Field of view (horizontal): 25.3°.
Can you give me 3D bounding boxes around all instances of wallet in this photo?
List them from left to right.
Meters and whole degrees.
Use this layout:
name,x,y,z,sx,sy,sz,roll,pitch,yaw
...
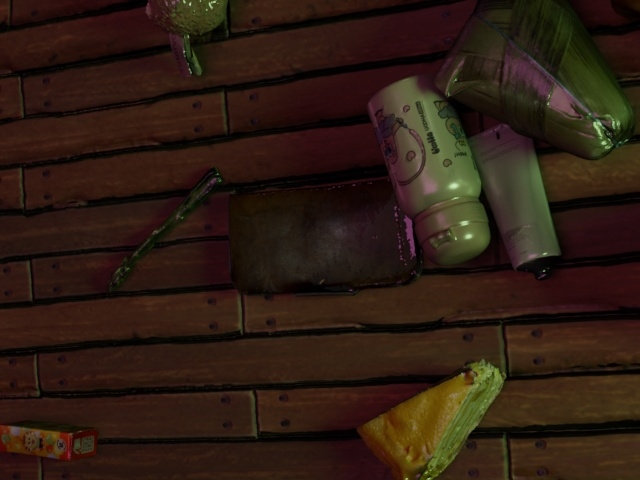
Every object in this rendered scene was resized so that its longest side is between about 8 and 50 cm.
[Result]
name,x,y,z,sx,sy,sz,roll,pitch,yaw
wallet,0.000,0.000,1.715,0.255,0.031,0.137,-4,89,28

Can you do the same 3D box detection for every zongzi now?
name,x,y,z,sx,sy,sz,roll,pitch,yaw
zongzi,0.268,-0.223,1.540,0.221,0.112,0.242,29,95,21

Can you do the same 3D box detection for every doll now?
name,x,y,z,sx,sy,sz,roll,pitch,yaw
doll,-0.169,-0.314,1.759,0.115,0.105,0.221,-1,88,20

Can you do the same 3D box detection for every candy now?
name,x,y,z,sx,sy,sz,roll,pitch,yaw
candy,-0.360,0.263,1.881,0.122,0.062,0.038,2,91,27

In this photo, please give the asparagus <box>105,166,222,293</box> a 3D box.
name,x,y,z,sx,sy,sz,roll,pitch,yaw
asparagus,-0.206,-0.009,1.827,0.233,0.023,0.022,-44,27,20

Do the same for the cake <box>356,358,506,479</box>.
name,x,y,z,sx,sy,sz,roll,pitch,yaw
cake,0.125,0.193,1.640,0.116,0.079,0.185,37,116,35

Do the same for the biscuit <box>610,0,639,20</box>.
name,x,y,z,sx,sy,sz,roll,pitch,yaw
biscuit,0.495,-0.324,1.388,0.395,0.166,0.343,24,99,26

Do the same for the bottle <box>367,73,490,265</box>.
name,x,y,z,sx,sy,sz,roll,pitch,yaw
bottle,0.130,-0.075,1.609,0.097,0.110,0.209,-25,74,28

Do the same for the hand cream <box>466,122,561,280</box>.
name,x,y,z,sx,sy,sz,roll,pitch,yaw
hand cream,0.222,-0.044,1.594,0.087,0.054,0.186,-24,73,29
